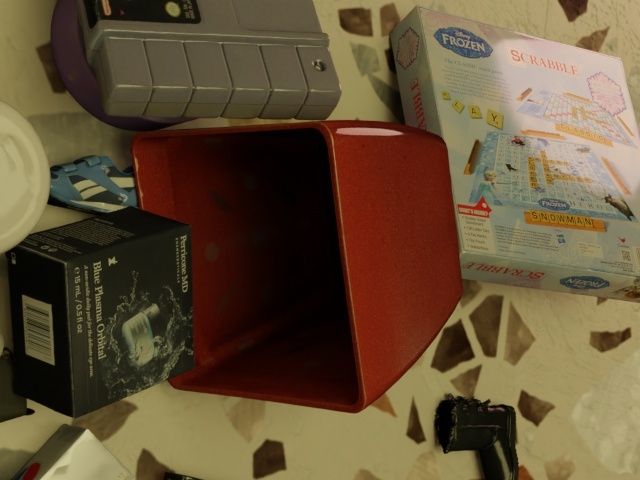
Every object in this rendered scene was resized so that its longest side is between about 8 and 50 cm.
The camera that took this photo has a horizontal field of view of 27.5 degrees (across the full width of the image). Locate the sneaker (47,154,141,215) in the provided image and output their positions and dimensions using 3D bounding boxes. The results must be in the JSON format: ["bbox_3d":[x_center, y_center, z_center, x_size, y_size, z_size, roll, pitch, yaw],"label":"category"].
[{"bbox_3d":[-0.241,-0.060,1.305,0.144,0.053,0.059,12,85,-39],"label":"sneaker"}]

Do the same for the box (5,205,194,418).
[{"bbox_3d":[-0.207,0.064,1.251,0.158,0.093,0.156,-20,117,-47],"label":"box"}]

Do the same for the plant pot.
[{"bbox_3d":[0.000,0.000,1.323,0.236,0.267,0.267,-18,105,-47],"label":"plant pot"}]

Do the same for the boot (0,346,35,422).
[{"bbox_3d":[-0.353,0.096,1.228,0.137,0.077,0.197,-18,109,-35],"label":"boot"}]

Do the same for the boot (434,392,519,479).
[{"bbox_3d":[0.184,0.243,1.546,0.099,0.045,0.121,10,76,-32],"label":"boot"}]

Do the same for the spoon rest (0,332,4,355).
[{"bbox_3d":[-0.392,0.102,1.126,0.084,0.276,0.137,-56,130,-70],"label":"spoon rest"}]

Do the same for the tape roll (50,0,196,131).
[{"bbox_3d":[-0.173,-0.208,1.336,0.189,0.080,0.189,1,87,-30],"label":"tape roll"}]

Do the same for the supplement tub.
[{"bbox_3d":[-0.336,-0.051,1.161,0.144,0.200,0.144,1,87,-30],"label":"supplement tub"}]

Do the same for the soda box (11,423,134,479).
[{"bbox_3d":[-0.284,0.280,1.253,0.216,0.069,0.074,-48,111,-23],"label":"soda box"}]

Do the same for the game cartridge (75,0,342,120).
[{"bbox_3d":[-0.129,-0.270,1.257,0.230,0.068,0.355,1,57,-28],"label":"game cartridge"}]

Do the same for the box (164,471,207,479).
[{"bbox_3d":[-0.081,0.354,1.380,0.220,0.051,0.175,20,78,-28],"label":"box"}]

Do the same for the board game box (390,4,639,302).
[{"bbox_3d":[0.248,-0.096,1.523,0.319,0.066,0.318,9,60,-30],"label":"board game box"}]
